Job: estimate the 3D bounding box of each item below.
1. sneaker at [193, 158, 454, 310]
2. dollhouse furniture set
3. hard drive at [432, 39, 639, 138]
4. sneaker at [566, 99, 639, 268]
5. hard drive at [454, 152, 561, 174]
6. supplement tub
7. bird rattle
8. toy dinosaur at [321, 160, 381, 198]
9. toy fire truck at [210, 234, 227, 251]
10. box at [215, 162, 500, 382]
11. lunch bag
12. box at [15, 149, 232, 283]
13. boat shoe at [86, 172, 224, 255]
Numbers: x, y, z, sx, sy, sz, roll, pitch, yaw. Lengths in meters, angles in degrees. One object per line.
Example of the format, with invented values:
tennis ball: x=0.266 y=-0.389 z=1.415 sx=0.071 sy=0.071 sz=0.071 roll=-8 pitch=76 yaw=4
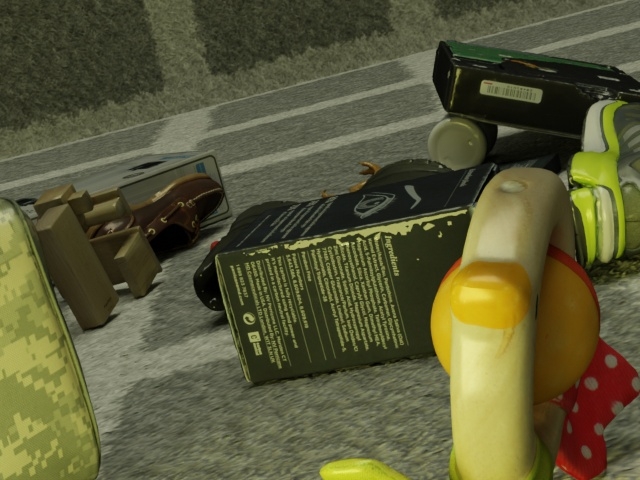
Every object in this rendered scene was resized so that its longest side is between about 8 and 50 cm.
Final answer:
sneaker: x=0.011 y=0.014 z=1.341 sx=0.286 sy=0.109 sz=0.130 roll=-18 pitch=14 yaw=36
dollhouse furniture set: x=-0.266 y=0.023 z=1.551 sx=0.123 sy=0.144 sz=0.151 roll=-15 pitch=25 yaw=22
hard drive: x=0.255 y=-0.177 z=1.796 sx=0.237 sy=0.064 sz=0.339 roll=9 pitch=13 yaw=-1
sneaker: x=0.284 y=-0.049 z=1.306 sx=0.121 sy=0.111 sz=0.300 roll=-1 pitch=21 yaw=15
hard drive: x=0.183 y=-0.064 z=1.644 sx=0.135 sy=0.022 sz=0.094 roll=-9 pitch=13 yaw=24
supplement tub: x=0.170 y=-0.121 z=1.810 sx=0.071 sy=0.071 sz=0.107 roll=-11 pitch=11 yaw=18
bird rattle: x=0.105 y=0.064 z=0.745 sx=0.143 sy=0.206 sz=0.253 roll=11 pitch=31 yaw=23
toy dinosaur: x=0.060 y=-0.036 z=1.615 sx=0.211 sy=0.064 sz=0.112 roll=-17 pitch=26 yaw=36
toy fire truck: x=0.000 y=0.000 z=1.506 sx=0.192 sy=0.047 sz=0.135 roll=-20 pitch=14 yaw=-24
box: x=0.044 y=0.023 z=1.192 sx=0.207 sy=0.108 sz=0.153 roll=-10 pitch=12 yaw=17
lunch bag: x=-0.322 y=0.100 z=1.016 sx=0.256 sy=0.212 sz=0.305 roll=-20 pitch=12 yaw=-27
box: x=-0.275 y=-0.027 z=1.871 sx=0.290 sy=0.087 sz=0.169 roll=-23 pitch=14 yaw=-34
boat shoe: x=-0.179 y=-0.015 z=1.770 sx=0.073 sy=0.073 sz=0.207 roll=35 pitch=41 yaw=23
